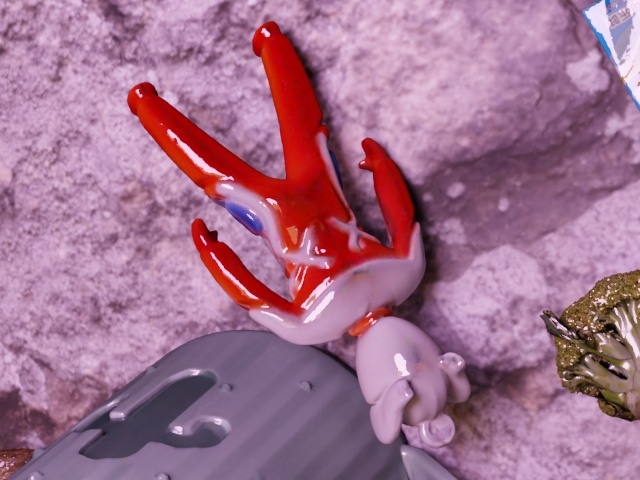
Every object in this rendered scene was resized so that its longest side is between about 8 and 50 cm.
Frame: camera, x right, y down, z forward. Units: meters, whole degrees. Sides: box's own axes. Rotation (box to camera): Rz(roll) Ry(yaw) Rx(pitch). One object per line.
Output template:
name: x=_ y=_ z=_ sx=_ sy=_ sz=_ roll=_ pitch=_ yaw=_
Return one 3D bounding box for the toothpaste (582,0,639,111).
toothpaste: x=0.287 y=-0.072 z=0.782 sx=0.065 sy=0.050 sz=0.266 roll=-31 pitch=84 yaw=25

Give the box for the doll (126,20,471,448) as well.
doll: x=0.000 y=0.000 z=0.879 sx=0.188 sy=0.099 sz=0.384 roll=-27 pitch=73 yaw=-16

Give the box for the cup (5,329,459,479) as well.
cup: x=-0.079 y=0.246 z=0.842 sx=0.401 sy=0.392 sz=0.310 roll=-30 pitch=90 yaw=23

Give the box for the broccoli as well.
broccoli: x=0.239 y=0.082 z=0.793 sx=0.130 sy=0.120 sz=0.131 roll=-16 pitch=124 yaw=13

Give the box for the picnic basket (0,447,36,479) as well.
picnic basket: x=-0.329 y=0.266 z=1.146 sx=0.072 sy=0.072 sz=0.083 roll=-3 pitch=88 yaw=28
